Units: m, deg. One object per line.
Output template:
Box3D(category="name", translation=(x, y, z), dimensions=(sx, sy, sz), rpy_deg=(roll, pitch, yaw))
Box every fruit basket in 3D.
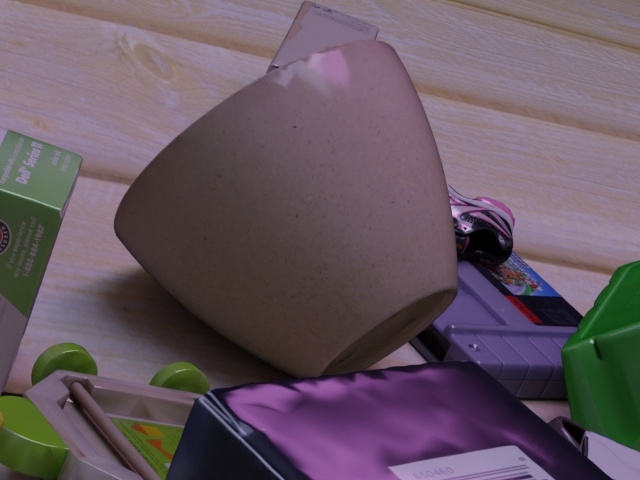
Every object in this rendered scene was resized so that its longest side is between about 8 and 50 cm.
Box3D(category="fruit basket", translation=(0.430, 0.196, 1.833), dimensions=(0.392, 0.283, 0.392), rpy_deg=(44, 34, -42))

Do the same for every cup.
Box3D(category="cup", translation=(0.000, 0.000, 1.776), dimensions=(0.331, 0.331, 0.237), rpy_deg=(-14, 66, -55))

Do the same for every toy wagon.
Box3D(category="toy wagon", translation=(-0.143, 0.171, 1.455), dimensions=(0.344, 0.068, 0.267), rpy_deg=(13, 16, -37))

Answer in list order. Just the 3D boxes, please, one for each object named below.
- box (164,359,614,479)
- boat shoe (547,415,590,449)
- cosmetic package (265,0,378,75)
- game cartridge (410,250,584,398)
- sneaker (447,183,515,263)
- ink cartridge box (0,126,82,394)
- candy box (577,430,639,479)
Box3D(category="box", translation=(0.034, 0.308, 0.942), dimensions=(0.212, 0.395, 0.293), rpy_deg=(-3, 32, -44))
Box3D(category="boat shoe", translation=(0.307, 0.269, 1.579), dimensions=(0.355, 0.130, 0.132), rpy_deg=(28, 23, -17))
Box3D(category="cosmetic package", translation=(-0.015, -0.178, 2.294), dimensions=(0.113, 0.160, 0.309), rpy_deg=(21, 22, 0))
Box3D(category="game cartridge", translation=(0.161, 0.058, 2.059), dimensions=(0.230, 0.068, 0.355), rpy_deg=(0, 31, -34))
Box3D(category="sneaker", translation=(0.143, -0.021, 2.061), dimensions=(0.178, 0.072, 0.077), rpy_deg=(10, 35, -13))
Box3D(category="ink cartridge box", translation=(-0.401, -0.024, 1.528), dimensions=(0.353, 0.207, 0.119), rpy_deg=(20, 27, -7))
Box3D(category="candy box", translation=(0.249, 0.276, 1.466), dimensions=(0.165, 0.196, 0.070), rpy_deg=(22, 23, 0))
